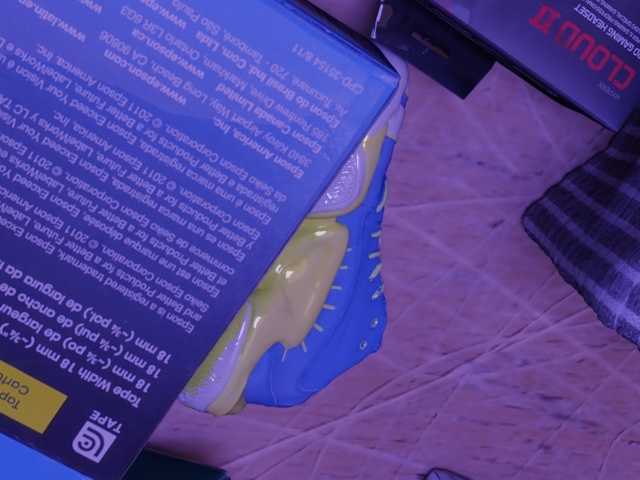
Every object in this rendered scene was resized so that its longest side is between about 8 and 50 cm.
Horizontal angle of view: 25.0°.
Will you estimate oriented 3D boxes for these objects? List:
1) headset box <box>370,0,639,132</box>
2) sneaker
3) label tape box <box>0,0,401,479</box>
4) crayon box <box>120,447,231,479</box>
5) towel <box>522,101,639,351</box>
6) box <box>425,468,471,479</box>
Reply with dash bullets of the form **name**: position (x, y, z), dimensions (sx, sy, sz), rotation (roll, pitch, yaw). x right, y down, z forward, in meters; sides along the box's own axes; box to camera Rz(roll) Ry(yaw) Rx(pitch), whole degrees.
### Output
- **headset box**: position (0.134, -0.217, 0.788), dimensions (0.218, 0.110, 0.293), rotation (30, 99, -30)
- **sneaker**: position (0.000, 0.000, 0.861), dimensions (0.126, 0.091, 0.240), rotation (22, 103, -47)
- **label tape box**: position (-0.155, -0.021, 0.739), dimensions (0.241, 0.106, 0.333), rotation (32, 103, -19)
- **crayon box**: position (-0.151, 0.355, 0.837), dimensions (0.313, 0.106, 0.363), rotation (-42, 132, -47)
- **towel**: position (0.231, -0.049, 0.816), dimensions (0.121, 0.283, 0.235), rotation (28, 97, -6)
- **box**: position (0.185, 0.294, 0.967), dimensions (0.262, 0.231, 0.126), rotation (26, 102, -29)
